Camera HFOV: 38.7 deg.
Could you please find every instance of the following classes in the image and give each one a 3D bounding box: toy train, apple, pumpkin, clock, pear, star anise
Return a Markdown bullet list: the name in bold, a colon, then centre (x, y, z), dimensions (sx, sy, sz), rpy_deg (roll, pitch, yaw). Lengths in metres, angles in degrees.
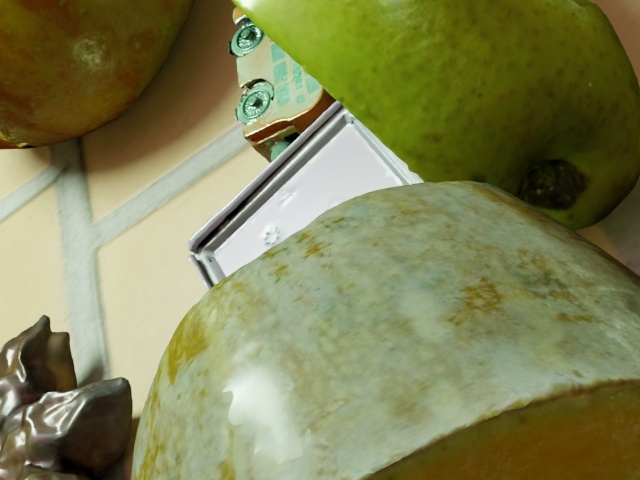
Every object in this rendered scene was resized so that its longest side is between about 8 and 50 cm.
- **toy train**: centre (-0.024, -0.148, 0.826), dimensions (0.099, 0.072, 0.188), rpy_deg (-21, 55, 19)
- **apple**: centre (-0.325, -0.294, 0.942), dimensions (0.401, 0.334, 0.400), rpy_deg (-15, 60, 28)
- **pumpkin**: centre (0.060, 0.135, 0.468), dimensions (0.332, 0.332, 0.199), rpy_deg (-43, 36, 9)
- **clock**: centre (-0.001, -0.001, 0.727), dimensions (0.193, 0.073, 0.144), rpy_deg (-43, 49, 10)
- **pear**: centre (0.104, -0.121, 0.605), dimensions (0.159, 0.292, 0.292), rpy_deg (-44, 49, 14)
- **star anise**: centre (-0.278, 0.225, 0.787), dimensions (0.315, 0.108, 0.315), rpy_deg (-15, 54, 22)
